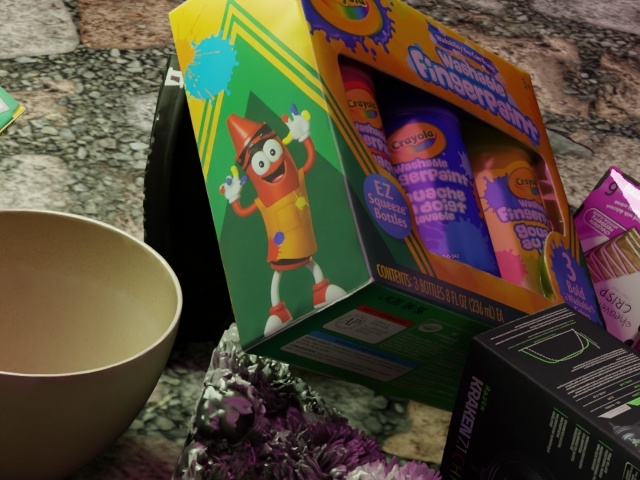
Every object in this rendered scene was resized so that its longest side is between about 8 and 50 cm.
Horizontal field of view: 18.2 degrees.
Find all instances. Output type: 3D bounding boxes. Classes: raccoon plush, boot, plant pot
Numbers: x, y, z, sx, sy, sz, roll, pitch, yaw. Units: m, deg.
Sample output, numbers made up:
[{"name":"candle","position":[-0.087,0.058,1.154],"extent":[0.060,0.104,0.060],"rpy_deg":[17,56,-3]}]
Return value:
[{"name":"raccoon plush","position":[0.025,0.203,1.862],"extent":[0.299,0.216,0.446],"rpy_deg":[17,31,-1]},{"name":"boot","position":[-0.053,-0.032,2.079],"extent":[0.260,0.348,0.131],"rpy_deg":[2,32,-3]},{"name":"plant pot","position":[-0.281,0.123,1.904],"extent":[0.284,0.191,0.284],"rpy_deg":[6,31,-4]}]

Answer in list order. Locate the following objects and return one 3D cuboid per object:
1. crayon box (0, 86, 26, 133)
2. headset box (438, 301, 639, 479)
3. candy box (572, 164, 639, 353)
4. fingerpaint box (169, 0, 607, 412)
[{"name":"crayon box","position":[-0.483,0.001,1.935],"extent":[0.106,0.313,0.363],"rpy_deg":[46,33,-8]},{"name":"headset box","position":[0.254,0.239,1.805],"extent":[0.131,0.246,0.283],"rpy_deg":[-18,42,-38]},{"name":"candy box","position":[0.309,0.057,2.139],"extent":[0.159,0.233,0.071],"rpy_deg":[39,4,40]},{"name":"fingerpaint box","position":[0.082,-0.043,1.964],"extent":[0.445,0.163,0.371],"rpy_deg":[22,47,-49]}]
